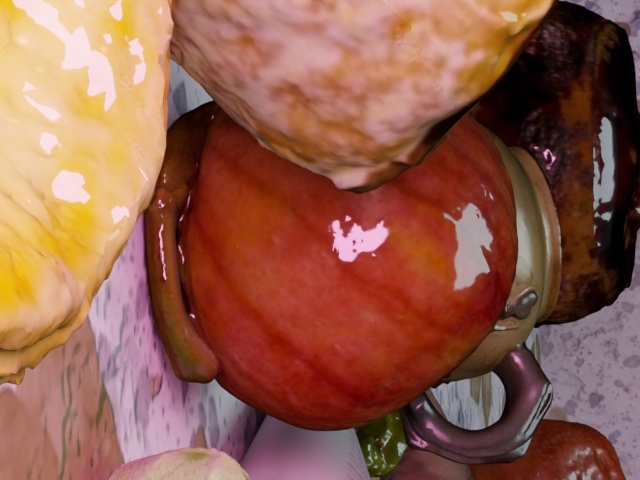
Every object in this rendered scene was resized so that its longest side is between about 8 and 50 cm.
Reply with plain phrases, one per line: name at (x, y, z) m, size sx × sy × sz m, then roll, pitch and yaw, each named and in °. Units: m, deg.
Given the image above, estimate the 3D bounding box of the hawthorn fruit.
hawthorn fruit at (0.269, 0.325, 1.986) m, size 0.207 × 0.207 × 0.243 m, roll 68°, pitch -4°, yaw -58°

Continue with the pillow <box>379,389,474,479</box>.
pillow at (0.087, 0.252, 1.328) m, size 0.236 × 0.084 × 0.223 m, roll -83°, pitch 158°, yaw -57°

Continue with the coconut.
coconut at (-0.062, 0.131, 0.783) m, size 0.082 × 0.083 × 0.081 m, roll -53°, pitch -177°, yaw 22°

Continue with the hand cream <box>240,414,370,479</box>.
hand cream at (-0.011, 0.176, 1.000) m, size 0.359 × 0.118 × 0.186 m, roll -63°, pitch 145°, yaw -82°

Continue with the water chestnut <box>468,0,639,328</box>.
water chestnut at (0.247, -0.079, 1.805) m, size 0.350 × 0.302 × 0.351 m, roll 0°, pitch 90°, yaw -75°

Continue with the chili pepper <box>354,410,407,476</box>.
chili pepper at (0.023, 0.066, 1.237) m, size 0.073 × 0.072 × 0.204 m, roll 112°, pitch -26°, yaw -69°

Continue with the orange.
orange at (0.005, -0.225, 0.769) m, size 0.210 × 0.271 × 0.369 m, roll 36°, pitch 44°, yaw -36°

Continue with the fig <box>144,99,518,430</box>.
fig at (0.001, -0.001, 0.915) m, size 0.205 × 0.205 × 0.205 m, roll -3°, pitch 90°, yaw -79°

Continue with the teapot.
teapot at (0.053, 0.020, 1.137) m, size 0.173 × 0.182 × 0.269 m, roll 114°, pitch -35°, yaw -62°

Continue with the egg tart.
egg tart at (-0.118, -0.105, 0.454) m, size 0.294 × 0.123 × 0.294 m, roll 0°, pitch 90°, yaw -82°
